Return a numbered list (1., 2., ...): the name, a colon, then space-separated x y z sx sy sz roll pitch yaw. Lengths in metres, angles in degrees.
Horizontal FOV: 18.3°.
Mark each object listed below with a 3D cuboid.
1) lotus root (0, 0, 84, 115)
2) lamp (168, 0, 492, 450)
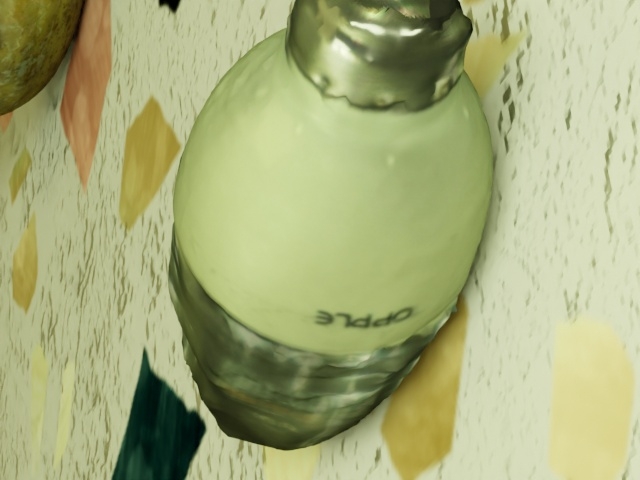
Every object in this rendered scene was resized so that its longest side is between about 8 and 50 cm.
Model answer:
1. lotus root: -0.198 -0.141 1.087 0.154 0.154 0.278 -129 49 -59
2. lamp: 0.000 0.000 0.636 0.250 0.101 0.101 105 159 -53
